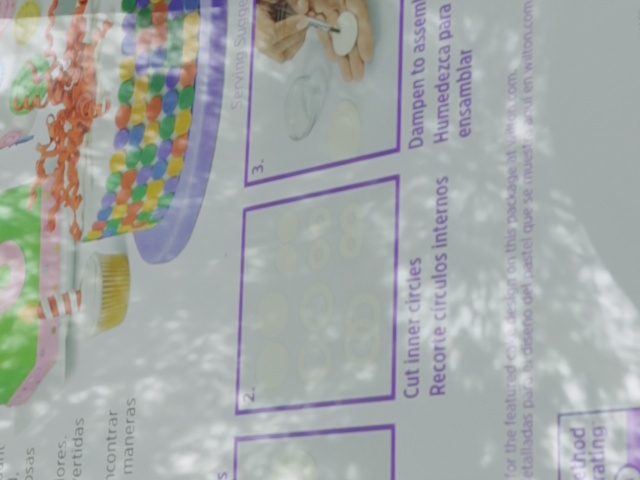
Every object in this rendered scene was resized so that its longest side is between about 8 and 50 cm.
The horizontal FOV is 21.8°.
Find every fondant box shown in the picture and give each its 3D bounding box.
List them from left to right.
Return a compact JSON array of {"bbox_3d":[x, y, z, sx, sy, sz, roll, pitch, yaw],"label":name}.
[{"bbox_3d":[0.000,0.000,0.450,0.330,0.096,0.238,-10,72,42],"label":"fondant box"}]
